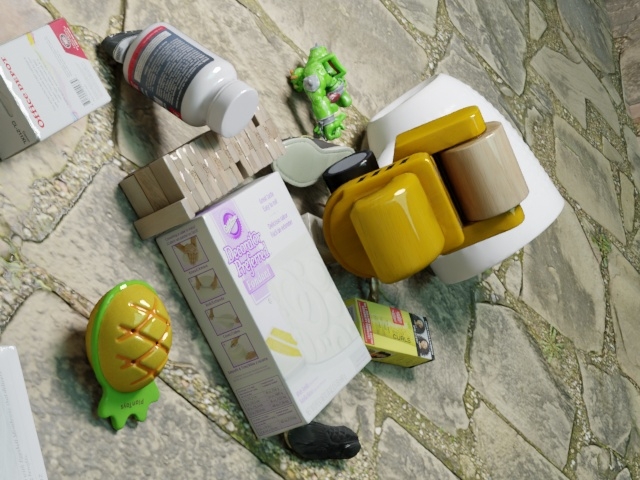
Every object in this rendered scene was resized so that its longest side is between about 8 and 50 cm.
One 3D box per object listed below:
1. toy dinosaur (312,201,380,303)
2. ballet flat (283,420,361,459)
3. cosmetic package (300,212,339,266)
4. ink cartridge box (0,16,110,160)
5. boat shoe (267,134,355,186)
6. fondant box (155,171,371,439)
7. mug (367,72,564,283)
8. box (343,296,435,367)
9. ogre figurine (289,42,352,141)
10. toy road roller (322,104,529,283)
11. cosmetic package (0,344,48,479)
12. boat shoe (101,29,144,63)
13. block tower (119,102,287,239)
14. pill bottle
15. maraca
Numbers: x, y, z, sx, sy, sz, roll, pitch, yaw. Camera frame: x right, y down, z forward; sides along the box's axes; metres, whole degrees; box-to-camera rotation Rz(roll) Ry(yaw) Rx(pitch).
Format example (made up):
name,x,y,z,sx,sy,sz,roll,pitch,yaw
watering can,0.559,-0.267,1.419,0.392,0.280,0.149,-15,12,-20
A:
name,x,y,z,sx,sy,sz,roll,pitch,yaw
toy dinosaur,0.077,0.010,2.186,0.112,0.064,0.211,-25,92,-59
ballet flat,-0.003,0.297,1.897,0.049,0.057,0.173,37,8,38
cosmetic package,0.000,0.000,2.091,0.115,0.041,0.060,23,53,-50
ink cartridge box,-0.365,-0.195,1.607,0.127,0.072,0.175,61,31,-11
boat shoe,-0.031,-0.135,2.111,0.228,0.069,0.081,1,105,-56
fondant box,-0.076,0.090,1.858,0.330,0.096,0.238,63,31,-6
mug,0.223,-0.107,2.307,0.328,0.276,0.374,55,43,-7
box,0.106,0.158,2.138,0.232,0.058,0.087,19,56,-52
ogre figurine,0.009,-0.271,2.236,0.118,0.097,0.197,63,40,-31
toy road roller,0.164,-0.053,2.022,0.240,0.330,0.202,-81,147,-71
cosmetic package,-0.392,0.229,1.219,0.225,0.138,0.224,0,70,-57
boat shoe,-0.269,-0.290,1.853,0.040,0.049,0.142,30,22,13
block tower,-0.165,-0.110,1.854,0.097,0.091,0.335,61,30,-9
pill bottle,-0.182,-0.224,1.803,0.180,0.108,0.108,35,22,21
maraca,-0.237,0.141,1.571,0.127,0.099,0.185,-11,105,-51
